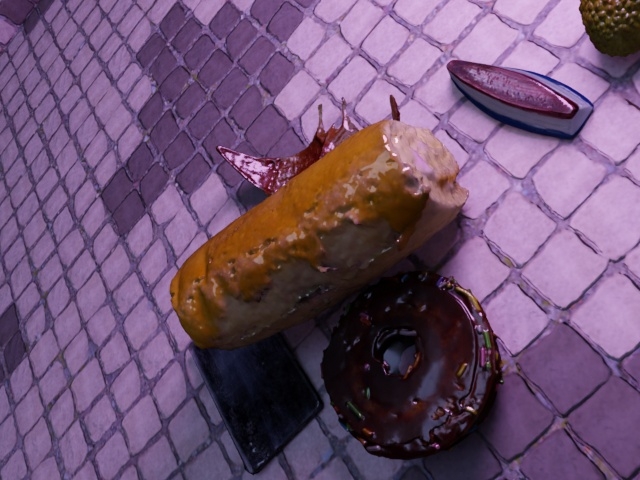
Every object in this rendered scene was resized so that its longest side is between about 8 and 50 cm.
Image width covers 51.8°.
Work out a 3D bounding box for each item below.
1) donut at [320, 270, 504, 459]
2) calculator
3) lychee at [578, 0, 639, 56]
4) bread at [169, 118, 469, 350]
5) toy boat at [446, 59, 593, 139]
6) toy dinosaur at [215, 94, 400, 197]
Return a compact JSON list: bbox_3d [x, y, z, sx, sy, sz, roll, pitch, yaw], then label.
[{"bbox_3d":[0.116,0.151,0.812,0.235,0.089,0.235,-15,63,33],"label":"donut"},{"bbox_3d":[-0.106,0.206,1.007,0.161,0.021,0.261,-46,50,12],"label":"calculator"},{"bbox_3d":[0.372,-0.296,0.794,0.114,0.114,0.146,16,100,41],"label":"lychee"},{"bbox_3d":[0.000,0.000,0.855,0.375,0.236,0.165,-33,86,23],"label":"bread"},{"bbox_3d":[0.253,-0.202,0.891,0.229,0.046,0.080,38,99,39],"label":"toy boat"},{"bbox_3d":[-0.018,-0.142,1.030,0.327,0.113,0.206,28,90,43],"label":"toy dinosaur"}]
